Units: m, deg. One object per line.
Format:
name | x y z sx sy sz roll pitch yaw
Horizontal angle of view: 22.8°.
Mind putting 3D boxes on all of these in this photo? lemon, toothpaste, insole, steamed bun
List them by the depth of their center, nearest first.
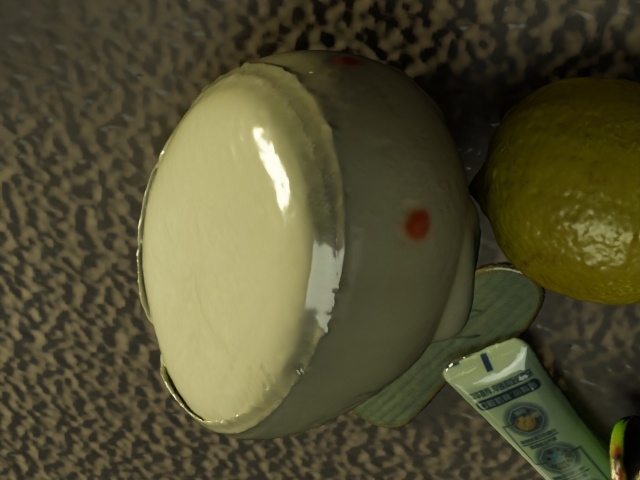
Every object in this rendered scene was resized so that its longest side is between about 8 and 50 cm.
lemon | 0.137 -0.023 0.762 0.133 0.109 0.109 12 139 14
steamed bun | 0.000 0.000 0.794 0.130 0.177 0.228 -5 153 -29
insole | 0.071 0.066 0.959 0.064 0.004 0.188 28 137 -11
toothpaste | 0.165 0.145 0.990 0.062 0.039 0.239 -25 123 32

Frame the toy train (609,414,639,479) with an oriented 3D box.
toy train | 0.265 0.216 0.948 0.100 0.160 0.296 -22 126 27
